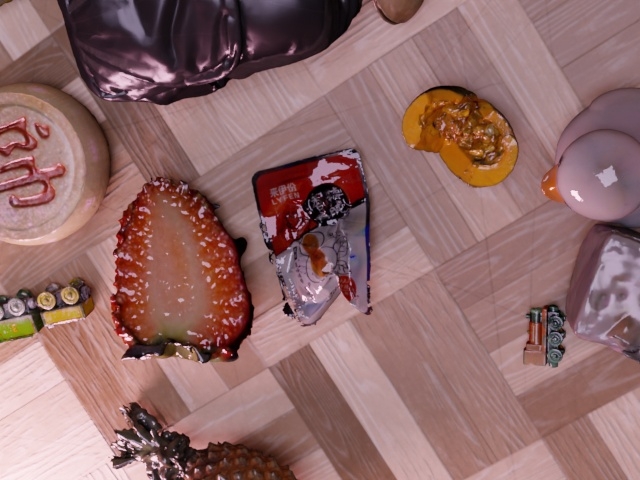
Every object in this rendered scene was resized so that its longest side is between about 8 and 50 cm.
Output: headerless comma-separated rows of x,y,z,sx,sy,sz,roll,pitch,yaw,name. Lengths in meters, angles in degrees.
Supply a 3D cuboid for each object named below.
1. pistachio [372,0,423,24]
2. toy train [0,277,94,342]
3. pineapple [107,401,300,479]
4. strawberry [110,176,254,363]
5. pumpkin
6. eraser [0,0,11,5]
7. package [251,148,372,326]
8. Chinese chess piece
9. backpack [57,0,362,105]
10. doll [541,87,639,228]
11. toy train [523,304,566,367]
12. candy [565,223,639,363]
0.114,-0.418,1.617,0.108,0.126,0.185,12,121,48,pistachio
-0.486,0.122,1.864,0.202,0.060,0.081,-12,105,12,toy train
-0.197,0.389,1.822,0.361,0.175,0.175,31,105,19,pineapple
-0.227,0.057,1.784,0.233,0.138,0.306,1,76,-9,strawberry
0.216,-0.168,1.651,0.183,0.108,0.119,36,112,-6,pumpkin
-0.573,-0.483,1.754,0.158,0.069,0.226,-25,95,15,eraser
0.000,0.000,1.750,0.194,0.071,0.269,-13,85,10,package
-0.483,-0.126,1.788,0.270,0.112,0.270,2,100,9,Chinese chess piece
-0.156,-0.387,1.589,0.445,0.255,0.363,-3,117,14,backpack
0.444,-0.111,1.568,0.251,0.221,0.221,-12,98,12,doll
0.358,0.152,1.722,0.064,0.044,0.103,4,102,20,toy train
0.451,0.078,1.613,0.137,0.195,0.185,16,100,5,candy
